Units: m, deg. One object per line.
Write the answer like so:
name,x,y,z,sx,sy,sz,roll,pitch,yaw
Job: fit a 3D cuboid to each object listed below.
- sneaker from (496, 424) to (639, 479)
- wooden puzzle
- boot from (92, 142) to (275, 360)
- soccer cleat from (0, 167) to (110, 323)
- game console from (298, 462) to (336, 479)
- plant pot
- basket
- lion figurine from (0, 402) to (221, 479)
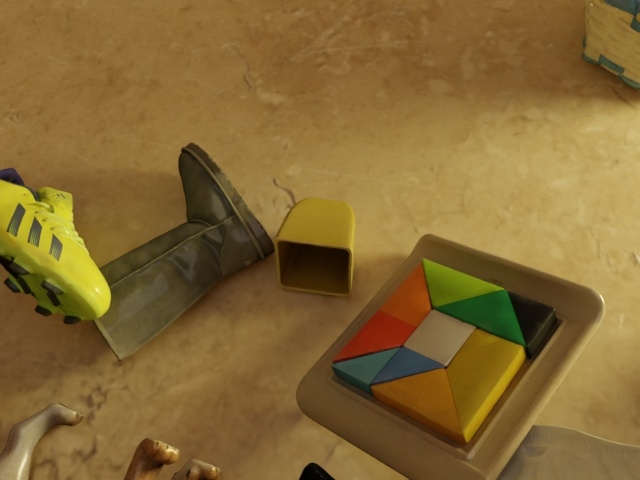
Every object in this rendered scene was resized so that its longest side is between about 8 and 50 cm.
sneaker,0.274,0.271,0.606,0.236,0.323,0.130,51,51,-20
wooden puzzle,0.117,0.104,0.715,0.221,0.044,0.239,21,62,40
boot,-0.178,0.006,0.825,0.208,0.076,0.189,-34,61,-8
soccer cleat,-0.297,-0.010,0.786,0.289,0.093,0.121,26,55,37
game console,0.002,0.277,0.649,0.122,0.107,0.071,38,40,22
plant pot,0.000,0.000,0.808,0.081,0.081,0.083,7,48,7
basket,0.430,-0.331,0.853,0.201,0.289,0.255,34,70,26
lion figurine,-0.242,0.268,0.647,0.392,0.142,0.240,13,68,27
